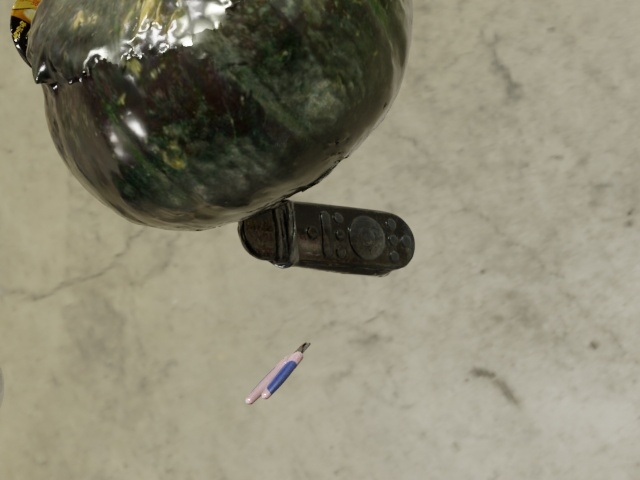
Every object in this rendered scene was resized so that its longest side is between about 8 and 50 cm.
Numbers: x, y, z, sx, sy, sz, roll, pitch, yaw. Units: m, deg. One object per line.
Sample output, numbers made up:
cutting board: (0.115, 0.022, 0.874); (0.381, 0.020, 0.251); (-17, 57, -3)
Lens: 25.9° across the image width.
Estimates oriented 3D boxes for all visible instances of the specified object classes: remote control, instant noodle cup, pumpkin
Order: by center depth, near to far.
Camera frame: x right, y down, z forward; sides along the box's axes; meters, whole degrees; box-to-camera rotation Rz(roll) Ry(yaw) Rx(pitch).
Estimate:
pumpkin: (-0.104, -0.208, 1.550); (0.454, 0.454, 0.344); (-11, 127, 39)
remote control: (0.000, 0.000, 1.731); (0.066, 0.266, 0.090); (-29, 62, 48)
instant noodle cup: (-0.342, -0.309, 1.926); (0.151, 0.122, 0.151); (2, 119, 4)

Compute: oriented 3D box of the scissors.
scissors: (-0.044, 0.148, 1.576); (0.039, 0.113, 0.012); (-24, 105, 43)

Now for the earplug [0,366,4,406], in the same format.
earplug: (-0.429, 0.176, 1.524); (0.172, 0.301, 0.172); (1, 99, 6)
